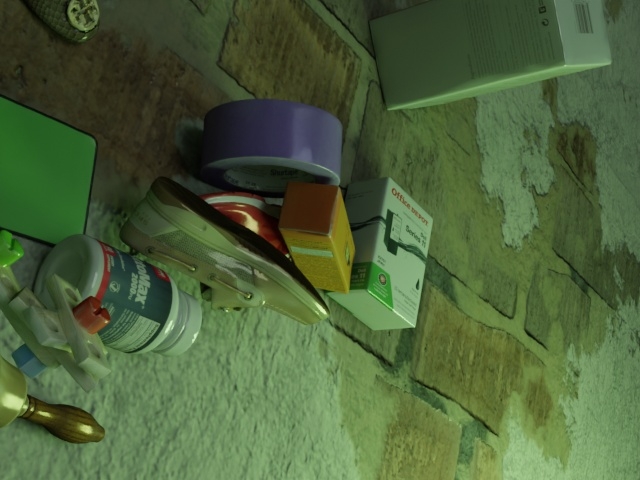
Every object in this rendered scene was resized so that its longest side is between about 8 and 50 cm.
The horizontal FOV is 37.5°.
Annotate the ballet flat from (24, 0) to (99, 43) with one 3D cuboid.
[{"bbox_3d":[-0.326,-0.344,1.085,0.084,0.058,0.250,-50,122,-43],"label":"ballet flat"}]

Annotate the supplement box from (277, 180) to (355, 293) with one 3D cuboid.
[{"bbox_3d":[0.000,0.000,1.343,0.233,0.080,0.078,67,31,-65],"label":"supplement box"}]

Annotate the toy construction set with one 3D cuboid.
[{"bbox_3d":[-0.346,0.099,0.810,0.215,0.327,0.151,-122,-172,-55],"label":"toy construction set"}]

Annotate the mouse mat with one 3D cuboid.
[{"bbox_3d":[-0.335,-0.079,1.066,0.189,0.007,0.153,24,65,-49],"label":"mouse mat"}]

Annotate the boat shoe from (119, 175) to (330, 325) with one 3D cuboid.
[{"bbox_3d":[-0.115,0.037,1.195,0.302,0.109,0.098,35,99,-33],"label":"boat shoe"}]

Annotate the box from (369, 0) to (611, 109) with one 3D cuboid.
[{"bbox_3d":[0.295,-0.348,1.648,0.215,0.345,0.168,-16,96,-52],"label":"box"}]

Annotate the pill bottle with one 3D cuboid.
[{"bbox_3d":[-0.228,0.072,1.092,0.180,0.108,0.108,30,60,-46],"label":"pill bottle"}]

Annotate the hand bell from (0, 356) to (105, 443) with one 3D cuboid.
[{"bbox_3d":[-0.310,0.178,0.996,0.242,0.126,0.126,46,49,-54],"label":"hand bell"}]

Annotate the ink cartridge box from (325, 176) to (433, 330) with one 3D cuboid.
[{"bbox_3d":[0.100,0.022,1.539,0.153,0.087,0.208,38,54,-43],"label":"ink cartridge box"}]

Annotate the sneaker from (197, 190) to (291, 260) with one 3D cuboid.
[{"bbox_3d":[-0.104,0.008,1.284,0.221,0.087,0.128,8,76,-50],"label":"sneaker"}]

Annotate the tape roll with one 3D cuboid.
[{"bbox_3d":[-0.066,-0.120,1.271,0.189,0.189,0.080,20,69,-49],"label":"tape roll"}]
